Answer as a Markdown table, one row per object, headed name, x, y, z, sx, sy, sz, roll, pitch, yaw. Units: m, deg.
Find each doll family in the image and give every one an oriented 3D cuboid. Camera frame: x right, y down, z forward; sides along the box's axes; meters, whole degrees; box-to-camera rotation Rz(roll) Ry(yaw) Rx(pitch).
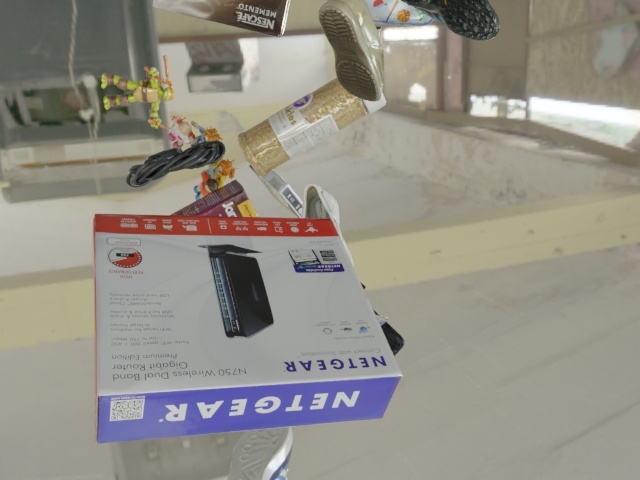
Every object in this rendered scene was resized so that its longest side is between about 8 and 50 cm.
| name | x | y | z | sx | sy | sz | roll | pitch | yaw |
| --- | --- | --- | --- | --- | --- | --- | --- | --- | --- |
| doll family | -0.306 | -0.233 | 1.765 | 0.118 | 0.263 | 0.163 | -28 | -174 | -27 |

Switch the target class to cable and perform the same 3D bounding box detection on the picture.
| name | x | y | z | sx | sy | sz | roll | pitch | yaw |
| --- | --- | --- | --- | --- | --- | --- | --- | --- | --- |
| cable | -0.250 | -0.130 | 1.126 | 0.150 | 0.047 | 0.184 | -3 | -162 | 30 |

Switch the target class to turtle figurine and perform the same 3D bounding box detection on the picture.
| name | x | y | z | sx | sy | sz | roll | pitch | yaw |
| --- | --- | --- | --- | --- | --- | --- | --- | --- | --- |
| turtle figurine | -0.517 | -0.440 | 1.887 | 0.217 | 0.270 | 0.087 | 3 | -126 | -7 |

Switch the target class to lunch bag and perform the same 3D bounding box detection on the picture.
| name | x | y | z | sx | sy | sz | roll | pitch | yaw |
| --- | --- | --- | --- | --- | --- | --- | --- | --- | --- |
| lunch bag | 0.224 | -0.770 | 1.941 | 0.303 | 0.243 | 0.115 | 8 | -158 | 8 |

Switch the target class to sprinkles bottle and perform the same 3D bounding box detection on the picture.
| name | x | y | z | sx | sy | sz | roll | pitch | yaw |
| --- | --- | --- | --- | --- | --- | --- | --- | --- | --- |
| sprinkles bottle | -0.022 | -0.289 | 1.561 | 0.355 | 0.121 | 0.121 | -30 | -163 | 7 |

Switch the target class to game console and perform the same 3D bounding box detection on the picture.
| name | x | y | z | sx | sy | sz | roll | pitch | yaw |
| --- | --- | --- | --- | --- | --- | --- | --- | --- | --- |
| game console | 0.126 | 0.274 | 2.264 | 0.361 | 0.213 | 0.044 | 44 | -157 | 14 |

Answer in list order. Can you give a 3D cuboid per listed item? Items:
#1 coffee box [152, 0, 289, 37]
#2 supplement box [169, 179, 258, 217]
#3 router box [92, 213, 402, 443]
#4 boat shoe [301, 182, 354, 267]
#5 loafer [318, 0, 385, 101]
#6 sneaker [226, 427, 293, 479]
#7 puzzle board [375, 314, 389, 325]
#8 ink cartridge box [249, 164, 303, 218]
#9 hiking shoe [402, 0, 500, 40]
| name | x | y | z | sx | sy | sz | roll | pitch | yaw |
| --- | --- | --- | --- | --- | --- | --- | --- | --- | --- |
| coffee box | -0.214 | -0.586 | 1.480 | 0.296 | 0.168 | 0.119 | 13 | -154 | -5 |
| supplement box | -0.228 | -0.033 | 1.369 | 0.188 | 0.104 | 0.081 | -30 | -153 | -8 |
| router box | -0.107 | 0.089 | 0.811 | 0.335 | 0.082 | 0.301 | 0 | -142 | -21 |
| boat shoe | 0.000 | 0.000 | 1.398 | 0.098 | 0.096 | 0.277 | -22 | -123 | 15 |
| loafer | 0.078 | -0.371 | 1.248 | 0.101 | 0.268 | 0.092 | 24 | -108 | 25 |
| sneaker | -0.130 | 0.600 | 1.517 | 0.130 | 0.237 | 0.323 | -4 | -156 | 16 |
| puzzle board | 0.084 | 0.183 | 1.338 | 0.011 | 0.096 | 0.128 | 54 | -167 | 22 |
| ink cartridge box | -0.100 | -0.126 | 1.895 | 0.045 | 0.208 | 0.206 | -44 | -139 | -4 |
| hiking shoe | 0.349 | -0.607 | 1.681 | 0.304 | 0.113 | 0.132 | 42 | -153 | 26 |
